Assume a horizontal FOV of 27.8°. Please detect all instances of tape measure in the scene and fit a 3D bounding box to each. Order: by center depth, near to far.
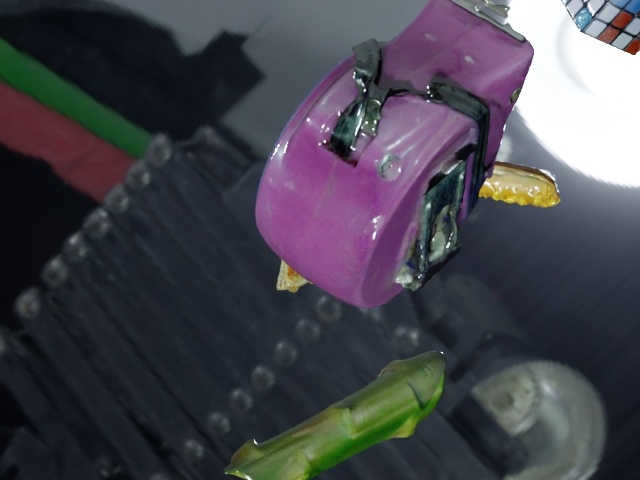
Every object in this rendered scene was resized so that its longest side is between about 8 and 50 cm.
[{"bbox_3d":[0.062,-0.065,1.081,0.149,0.245,0.231,34,-126,18],"label":"tape measure"}]

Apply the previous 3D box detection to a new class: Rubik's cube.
[{"bbox_3d":[0.325,-0.273,1.411,0.092,0.092,0.092,15,-140,-34],"label":"Rubik's cube"}]

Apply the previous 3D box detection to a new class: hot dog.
[{"bbox_3d":[0.189,-0.068,1.454,0.165,0.045,0.071,11,-179,15],"label":"hot dog"}]

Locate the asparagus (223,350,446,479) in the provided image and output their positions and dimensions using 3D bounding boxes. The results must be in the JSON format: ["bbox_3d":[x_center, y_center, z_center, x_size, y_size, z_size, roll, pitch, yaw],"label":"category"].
[{"bbox_3d":[0.025,0.227,1.554,0.343,0.085,0.082,-26,-135,-35],"label":"asparagus"}]

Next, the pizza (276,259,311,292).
[{"bbox_3d":[0.000,0.000,1.483,0.185,0.176,0.036,37,-158,-38],"label":"pizza"}]
